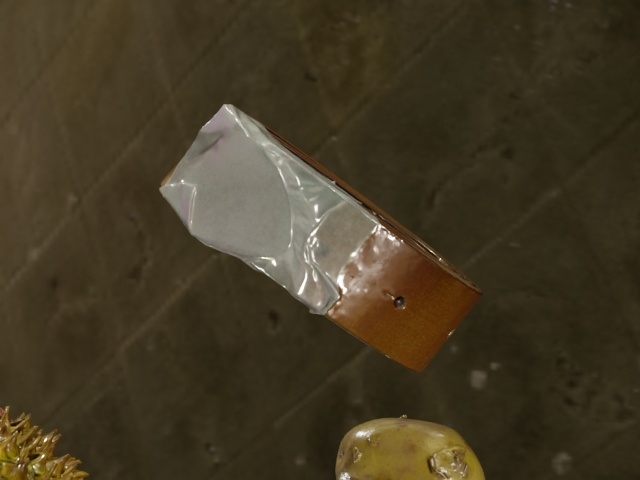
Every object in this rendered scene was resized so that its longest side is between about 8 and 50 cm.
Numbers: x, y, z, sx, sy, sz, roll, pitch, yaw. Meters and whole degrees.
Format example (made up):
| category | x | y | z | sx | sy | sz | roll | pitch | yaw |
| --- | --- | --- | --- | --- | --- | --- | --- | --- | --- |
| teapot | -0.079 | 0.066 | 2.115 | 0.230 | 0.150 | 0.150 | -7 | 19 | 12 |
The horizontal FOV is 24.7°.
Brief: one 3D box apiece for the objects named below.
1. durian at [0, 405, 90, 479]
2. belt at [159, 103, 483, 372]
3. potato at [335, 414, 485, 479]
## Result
| category | x | y | z | sx | sy | sz | roll | pitch | yaw |
| --- | --- | --- | --- | --- | --- | --- | --- | --- | --- |
| durian | -0.302 | 0.268 | 1.109 | 0.384 | 0.348 | 0.347 | -133 | 58 | -70 |
| belt | 0.000 | 0.000 | 1.494 | 0.122 | 0.339 | 0.217 | -53 | 13 | 6 |
| potato | 0.101 | 0.254 | 1.585 | 0.176 | 0.137 | 0.137 | 30 | 108 | 27 |
